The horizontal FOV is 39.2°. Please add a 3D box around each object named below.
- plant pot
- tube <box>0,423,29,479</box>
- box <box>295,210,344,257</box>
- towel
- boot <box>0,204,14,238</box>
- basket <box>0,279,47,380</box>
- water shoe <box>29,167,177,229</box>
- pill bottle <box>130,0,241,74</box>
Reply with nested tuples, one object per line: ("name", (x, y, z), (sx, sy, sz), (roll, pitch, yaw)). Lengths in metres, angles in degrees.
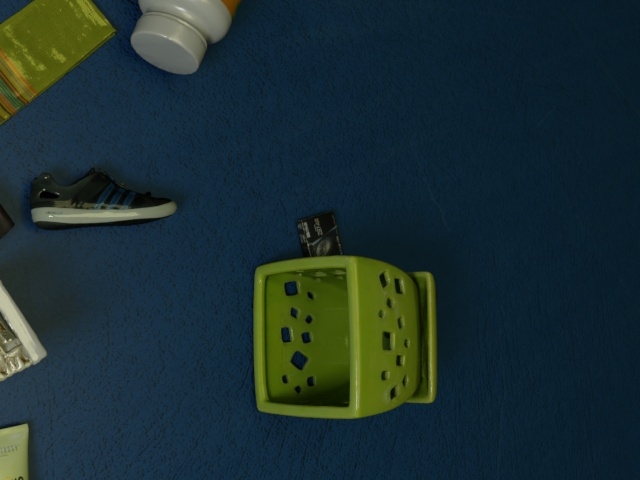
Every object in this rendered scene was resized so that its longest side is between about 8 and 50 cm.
("plant pot", (0.048, 0.143, 1.343), (0.207, 0.228, 0.227), (5, 82, -41))
("tube", (-0.393, 0.355, 1.108), (0.070, 0.062, 0.240), (12, 68, -75))
("box", (0.000, 0.000, 1.442), (0.067, 0.018, 0.083), (-16, 95, -36))
("towel", (-0.384, -0.252, 1.194), (0.237, 0.021, 0.102), (-48, 113, -29))
("boot", (-0.532, -0.047, 1.024), (0.264, 0.096, 0.280), (-49, 111, -28))
("basket", (-0.410, 0.113, 1.056), (0.103, 0.167, 0.113), (-35, 105, -26))
("water shoe", (-0.287, -0.061, 1.212), (0.203, 0.073, 0.080), (-5, 86, -36))
("pill bottle", (-0.177, -0.367, 1.280), (0.136, 0.136, 0.246), (30, 69, -29))
